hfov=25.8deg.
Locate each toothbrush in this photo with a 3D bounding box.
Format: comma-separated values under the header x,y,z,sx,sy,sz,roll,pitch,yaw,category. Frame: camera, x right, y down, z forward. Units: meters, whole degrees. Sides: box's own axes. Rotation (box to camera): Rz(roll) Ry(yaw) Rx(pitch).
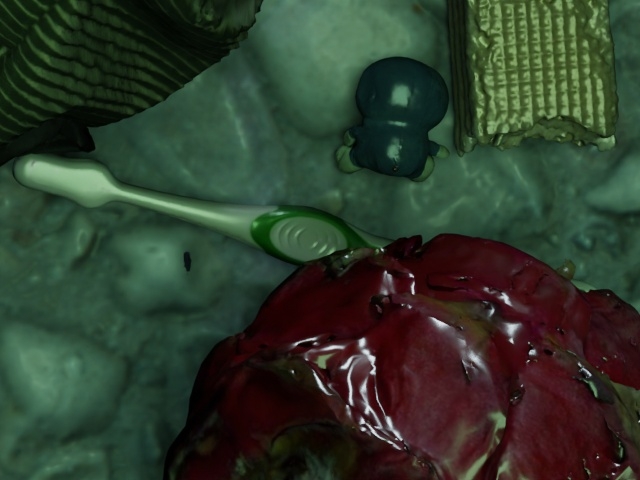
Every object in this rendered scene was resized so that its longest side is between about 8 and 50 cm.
x,y,z,sx,sy,sz,roll,pitch,yaw,category
0.001,0.001,0.940,0.418,0.040,0.042,14,97,-12,toothbrush

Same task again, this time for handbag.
x,y,z,sx,sy,sz,roll,pitch,yaw,category
-0.171,-0.168,0.760,0.240,0.341,0.247,-33,99,12,handbag

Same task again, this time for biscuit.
x,y,z,sx,sy,sz,roll,pitch,yaw,category
0.140,-0.174,0.935,0.108,0.062,0.239,-6,98,-10,biscuit

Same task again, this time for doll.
x,y,z,sx,sy,sz,roll,pitch,yaw,category
0.056,-0.081,0.939,0.076,0.050,0.083,9,93,-15,doll

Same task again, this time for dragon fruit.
x,y,z,sx,sy,sz,roll,pitch,yaw,category
0.065,0.148,0.835,0.329,0.329,0.329,-1,96,-10,dragon fruit
